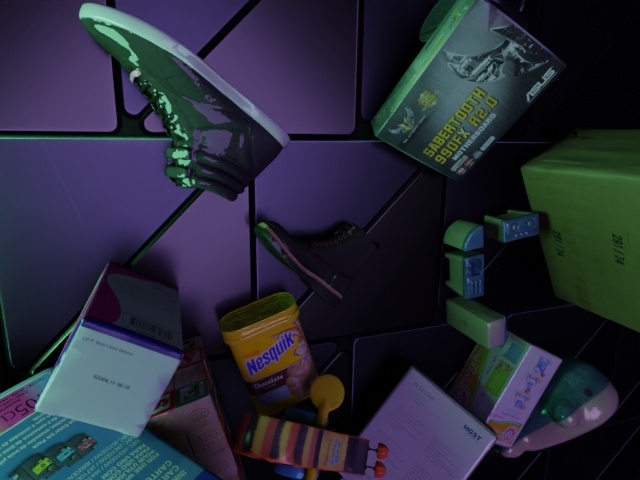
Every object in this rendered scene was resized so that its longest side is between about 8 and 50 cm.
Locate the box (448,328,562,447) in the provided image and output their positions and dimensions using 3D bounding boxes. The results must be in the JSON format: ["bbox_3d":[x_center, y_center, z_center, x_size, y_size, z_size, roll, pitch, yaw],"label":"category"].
[{"bbox_3d":[0.358,0.285,0.860,0.103,0.114,0.203,27,93,-25],"label":"box"}]

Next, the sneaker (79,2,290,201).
[{"bbox_3d":[-0.191,-0.158,0.560,0.295,0.104,0.147,33,85,-28],"label":"sneaker"}]

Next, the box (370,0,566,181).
[{"bbox_3d":[0.218,-0.223,0.662,0.183,0.056,0.231,23,125,-24],"label":"box"}]

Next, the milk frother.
[{"bbox_3d":[0.252,-0.353,0.691,0.134,0.129,0.143,26,50,-24],"label":"milk frother"}]

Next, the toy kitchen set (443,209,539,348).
[{"bbox_3d":[0.334,0.063,0.795,0.166,0.122,0.207,-12,107,-17],"label":"toy kitchen set"}]

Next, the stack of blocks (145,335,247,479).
[{"bbox_3d":[-0.174,0.319,0.646,0.087,0.171,0.297,-18,109,-15],"label":"stack of blocks"}]

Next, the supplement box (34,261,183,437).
[{"bbox_3d":[-0.251,0.123,0.545,0.111,0.220,0.114,28,93,-23],"label":"supplement box"}]

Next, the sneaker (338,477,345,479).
[{"bbox_3d":[0.082,0.496,0.846,0.134,0.051,0.070,-2,109,-15],"label":"sneaker"}]

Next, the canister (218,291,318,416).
[{"bbox_3d":[-0.077,0.187,0.704,0.126,0.073,0.170,-22,111,-14],"label":"canister"}]

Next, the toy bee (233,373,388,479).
[{"bbox_3d":[0.015,0.306,0.657,0.298,0.162,0.195,12,78,-62],"label":"toy bee"}]

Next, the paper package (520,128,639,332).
[{"bbox_3d":[0.545,-0.020,0.749,0.168,0.309,0.325,-30,110,-8],"label":"paper package"}]

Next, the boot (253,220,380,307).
[{"bbox_3d":[0.000,0.000,0.694,0.137,0.077,0.198,-49,126,-8],"label":"boot"}]

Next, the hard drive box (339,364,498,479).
[{"bbox_3d":[0.169,0.374,0.775,0.181,0.089,0.232,38,89,21],"label":"hard drive box"}]

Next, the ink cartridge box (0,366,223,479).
[{"bbox_3d":[-0.231,0.357,0.492,0.151,0.395,0.270,-33,134,-50],"label":"ink cartridge box"}]

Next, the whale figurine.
[{"bbox_3d":[0.470,0.348,0.906,0.272,0.216,0.141,-31,67,2],"label":"whale figurine"}]
